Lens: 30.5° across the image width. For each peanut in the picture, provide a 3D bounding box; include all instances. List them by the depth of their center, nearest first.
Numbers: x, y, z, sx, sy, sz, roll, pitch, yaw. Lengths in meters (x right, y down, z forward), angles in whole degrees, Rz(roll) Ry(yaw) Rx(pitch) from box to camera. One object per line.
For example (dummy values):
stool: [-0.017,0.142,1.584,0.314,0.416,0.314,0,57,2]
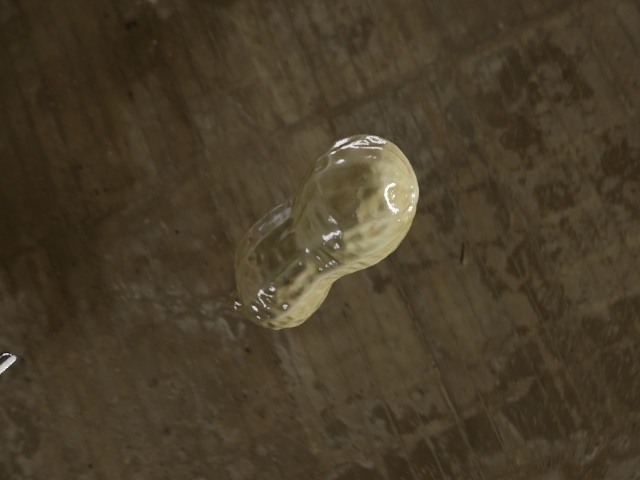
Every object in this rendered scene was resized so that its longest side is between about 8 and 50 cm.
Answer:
peanut: [0.000,0.000,1.234,0.298,0.136,0.120,-43,-139,40]

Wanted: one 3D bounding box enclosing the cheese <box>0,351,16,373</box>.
cheese: [-0.346,0.158,1.084,0.036,0.086,0.162,49,-123,-8]
